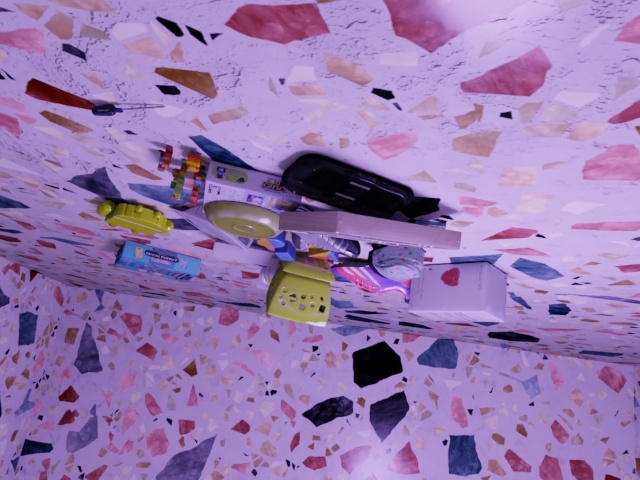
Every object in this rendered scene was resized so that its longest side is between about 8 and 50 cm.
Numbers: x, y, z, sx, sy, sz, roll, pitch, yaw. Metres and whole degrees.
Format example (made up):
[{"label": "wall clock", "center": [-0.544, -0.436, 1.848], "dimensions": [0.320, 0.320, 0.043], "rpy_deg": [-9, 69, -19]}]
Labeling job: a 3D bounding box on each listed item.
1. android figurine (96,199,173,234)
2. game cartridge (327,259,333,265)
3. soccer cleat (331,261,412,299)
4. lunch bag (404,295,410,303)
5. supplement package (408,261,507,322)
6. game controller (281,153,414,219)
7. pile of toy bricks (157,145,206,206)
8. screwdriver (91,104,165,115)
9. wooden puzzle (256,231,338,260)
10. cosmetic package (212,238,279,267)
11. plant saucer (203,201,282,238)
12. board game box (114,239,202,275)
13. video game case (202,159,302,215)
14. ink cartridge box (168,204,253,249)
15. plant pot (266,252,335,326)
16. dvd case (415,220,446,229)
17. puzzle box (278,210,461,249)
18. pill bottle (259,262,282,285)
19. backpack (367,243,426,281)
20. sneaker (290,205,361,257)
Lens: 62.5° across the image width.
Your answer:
[{"label": "android figurine", "center": [-0.630, -0.074, 1.806], "dimensions": [0.248, 0.056, 0.273], "rpy_deg": [20, 161, -31]}, {"label": "game cartridge", "center": [0.010, 0.083, 2.067], "dimensions": [0.083, 0.017, 0.056], "rpy_deg": [7, 167, 7]}, {"label": "soccer cleat", "center": [0.193, 0.147, 1.990], "dimensions": [0.319, 0.116, 0.108], "rpy_deg": [6, 174, 7]}, {"label": "lunch bag", "center": [0.420, 0.253, 2.326], "dimensions": [0.099, 0.067, 0.065], "rpy_deg": [-5, 158, 42]}, {"label": "supplement package", "center": [0.490, 0.188, 1.884], "dimensions": [0.293, 0.177, 0.175], "rpy_deg": [-7, 157, 41]}, {"label": "game controller", "center": [0.069, -0.127, 1.293], "dimensions": [0.319, 0.067, 0.166], "rpy_deg": [16, 147, -25]}, {"label": "pile of toy bricks", "center": [-0.355, -0.147, 1.336], "dimensions": [0.118, 0.105, 0.212], "rpy_deg": [12, 163, -10]}, {"label": "screwdriver", "center": [-0.400, -0.270, 1.096], "dimensions": [0.170, 0.025, 0.024], "rpy_deg": [5, 163, 15]}, {"label": "wooden puzzle", "center": [-0.075, 0.003, 1.733], "dimensions": [0.348, 0.080, 0.322], "rpy_deg": [4, 163, 15]}, {"label": "cosmetic package", "center": [-0.272, 0.045, 1.953], "dimensions": [0.239, 0.060, 0.099], "rpy_deg": [11, -169, -6]}, {"label": "plant saucer", "center": [-0.215, -0.049, 1.498], "dimensions": [0.241, 0.037, 0.241], "rpy_deg": [9, 164, 3]}, {"label": "board game box", "center": [-0.742, 0.100, 2.400], "dimensions": [0.336, 0.079, 0.254], "rpy_deg": [17, 162, -25]}, {"label": "video game case", "center": [-0.191, -0.115, 1.437], "dimensions": [0.245, 0.061, 0.269], "rpy_deg": [13, 163, -11]}, {"label": "ink cartridge box", "center": [-0.356, -0.060, 1.722], "dimensions": [0.232, 0.066, 0.189], "rpy_deg": [24, 167, 36]}, {"label": "plant pot", "center": [-0.067, 0.164, 1.953], "dimensions": [0.227, 0.207, 0.228], "rpy_deg": [14, -167, -10]}, {"label": "dvd case", "center": [0.319, -0.030, 1.541], "dimensions": [0.087, 0.013, 0.119], "rpy_deg": [6, 162, 10]}, {"label": "puzzle box", "center": [0.131, -0.024, 1.383], "dimensions": [0.409, 0.052, 0.272], "rpy_deg": [7, 178, -33]}, {"label": "pill bottle", "center": [-0.165, 0.146, 2.214], "dimensions": [0.184, 0.103, 0.103], "rpy_deg": [-5, 159, 38]}, {"label": "backpack", "center": [0.259, 0.069, 1.722], "dimensions": [0.152, 0.115, 0.182], "rpy_deg": [23, 156, -32]}, {"label": "sneaker", "center": [0.000, 0.000, 1.552], "dimensions": [0.229, 0.086, 0.132], "rpy_deg": [34, 133, -5]}]
